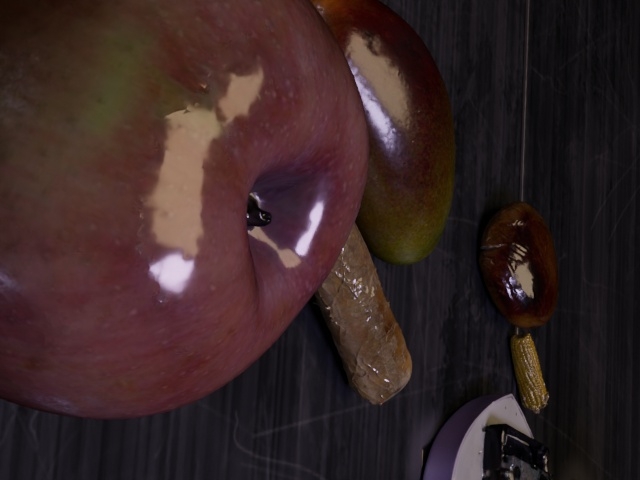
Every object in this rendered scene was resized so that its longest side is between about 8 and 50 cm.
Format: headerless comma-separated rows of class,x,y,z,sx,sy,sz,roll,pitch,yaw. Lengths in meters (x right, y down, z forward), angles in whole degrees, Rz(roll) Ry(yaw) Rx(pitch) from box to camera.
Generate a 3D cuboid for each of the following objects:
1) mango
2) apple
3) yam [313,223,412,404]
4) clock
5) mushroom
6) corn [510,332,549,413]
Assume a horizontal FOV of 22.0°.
mango,0.048,-0.094,1.311,0.133,0.111,0.267,-73,148,-49
apple,-0.107,-0.048,0.910,0.306,0.235,0.305,-38,136,-49
yam,0.000,0.000,1.265,0.066,0.066,0.299,-56,131,-45
clock,0.165,0.222,1.493,0.198,0.064,0.172,33,59,-52
mushroom,0.196,0.024,1.581,0.123,0.052,0.123,21,65,-58
corn,0.203,0.130,1.595,0.027,0.028,0.083,-58,136,-72
